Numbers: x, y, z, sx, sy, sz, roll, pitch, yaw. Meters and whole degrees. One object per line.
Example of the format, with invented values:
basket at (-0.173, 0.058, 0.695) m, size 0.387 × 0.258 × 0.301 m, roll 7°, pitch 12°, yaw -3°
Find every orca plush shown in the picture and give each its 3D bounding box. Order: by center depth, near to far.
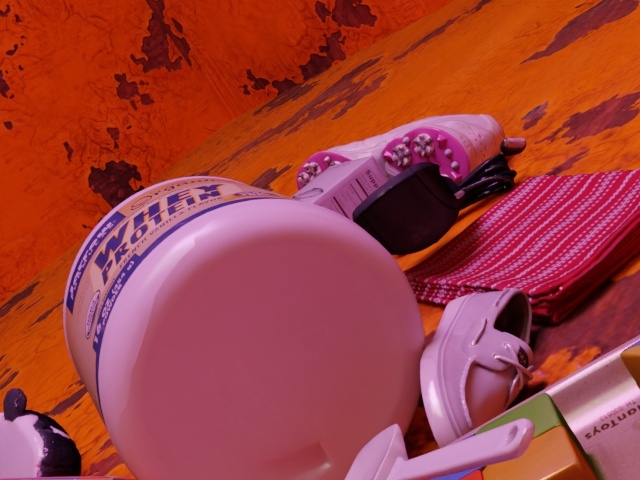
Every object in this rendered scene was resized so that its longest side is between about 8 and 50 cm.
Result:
orca plush at (-0.320, 0.255, 1.176) m, size 0.287 × 0.102 × 0.151 m, roll -35°, pitch 54°, yaw 44°

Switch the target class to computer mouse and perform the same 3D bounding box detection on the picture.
computer mouse at (0.133, -0.041, 1.048) m, size 0.184 × 0.060 × 0.262 m, roll -35°, pitch -11°, yaw 6°

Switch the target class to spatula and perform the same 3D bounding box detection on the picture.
spatula at (0.023, 0.157, 0.508) m, size 0.168 × 0.019 × 0.242 m, roll -60°, pitch 3°, yaw -24°

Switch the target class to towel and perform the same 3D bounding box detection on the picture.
towel at (0.194, -0.006, 0.931) m, size 0.199 × 0.031 × 0.275 m, roll -37°, pitch 13°, yaw -17°

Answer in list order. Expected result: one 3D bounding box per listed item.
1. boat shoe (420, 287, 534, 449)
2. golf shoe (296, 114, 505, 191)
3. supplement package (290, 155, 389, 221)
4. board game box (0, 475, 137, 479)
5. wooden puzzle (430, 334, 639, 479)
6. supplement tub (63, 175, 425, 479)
boat shoe at (0.116, 0.086, 0.733) m, size 0.063 × 0.066 × 0.184 m, roll -23°, pitch 10°, yaw 23°
golf shoe at (0.097, -0.086, 1.314) m, size 0.140 × 0.115 × 0.306 m, roll -31°, pitch 15°, yaw -38°
supplement package at (0.000, 0.000, 1.200) m, size 0.179 × 0.105 × 0.105 m, roll -40°, pitch 14°, yaw -25°
board game box at (-0.222, 0.254, 0.809) m, size 0.281 × 0.027 × 0.145 m, roll -16°, pitch 64°, yaw 51°
wooden puzzle at (0.158, 0.117, 0.466) m, size 0.322 × 0.080 × 0.348 m, roll -31°, pitch 14°, yaw 9°
supplement tub at (-0.079, 0.068, 0.838) m, size 0.228 × 0.228 × 0.316 m, roll -37°, pitch 18°, yaw -12°
